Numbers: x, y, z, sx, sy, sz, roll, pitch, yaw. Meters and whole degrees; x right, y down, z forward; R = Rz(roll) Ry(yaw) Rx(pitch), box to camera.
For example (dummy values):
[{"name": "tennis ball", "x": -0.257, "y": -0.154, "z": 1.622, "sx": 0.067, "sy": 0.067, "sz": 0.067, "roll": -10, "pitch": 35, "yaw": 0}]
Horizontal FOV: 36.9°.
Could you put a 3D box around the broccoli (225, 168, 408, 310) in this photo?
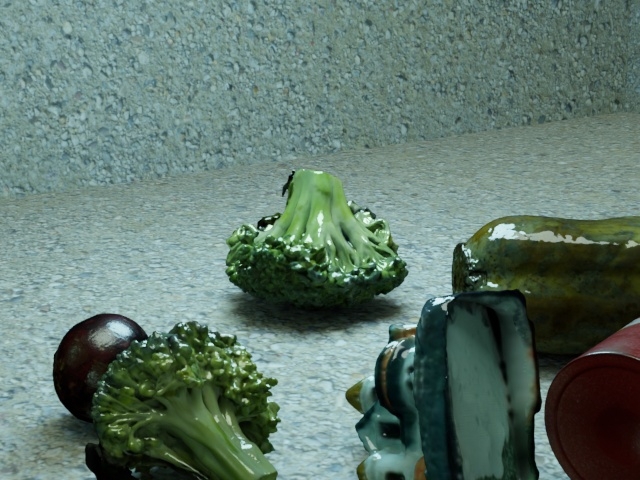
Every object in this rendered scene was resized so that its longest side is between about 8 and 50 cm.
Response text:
[{"name": "broccoli", "x": -0.005, "y": 0.025, "z": 1.828, "sx": 0.324, "sy": 0.272, "sz": 0.334, "roll": 34, "pitch": -7, "yaw": -24}]

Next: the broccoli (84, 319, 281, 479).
[{"name": "broccoli", "x": -0.154, "y": 0.244, "z": 1.190, "sx": 0.247, "sy": 0.263, "sz": 0.243, "roll": -42, "pitch": 59, "yaw": -16}]

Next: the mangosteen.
[{"name": "mangosteen", "x": -0.294, "y": 0.191, "z": 1.380, "sx": 0.184, "sy": 0.172, "sz": 0.172, "roll": 27, "pitch": 28, "yaw": 23}]

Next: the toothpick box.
[{"name": "toothpick box", "x": 0.453, "y": 0.185, "z": 1.212, "sx": 0.204, "sy": 0.204, "sz": 0.333, "roll": 12, "pitch": 21, "yaw": 41}]

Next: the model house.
[{"name": "model house", "x": 0.115, "y": 0.201, "z": 1.192, "sx": 0.184, "sy": 0.253, "sz": 0.291, "roll": 1, "pitch": -10, "yaw": -40}]

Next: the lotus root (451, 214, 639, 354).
[{"name": "lotus root", "x": 0.390, "y": 0.068, "z": 1.565, "sx": 0.346, "sy": 0.250, "sz": 0.250, "roll": 2, "pitch": 16, "yaw": 4}]
